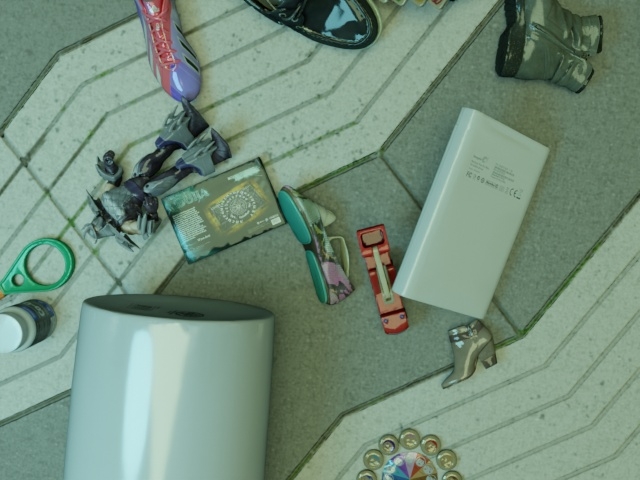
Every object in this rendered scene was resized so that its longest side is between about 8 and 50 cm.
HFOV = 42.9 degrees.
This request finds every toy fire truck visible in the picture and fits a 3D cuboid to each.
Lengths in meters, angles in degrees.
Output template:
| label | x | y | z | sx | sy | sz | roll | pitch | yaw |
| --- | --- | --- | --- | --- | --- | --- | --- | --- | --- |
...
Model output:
| label | x | y | z | sx | sy | sz | roll | pitch | yaw |
| --- | --- | --- | --- | --- | --- | --- | --- | --- | --- |
| toy fire truck | 0.105 | 0.068 | 1.343 | 0.047 | 0.135 | 0.192 | -15 | 93 | 4 |

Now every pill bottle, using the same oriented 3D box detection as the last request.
| label | x | y | z | sx | sy | sz | roll | pitch | yaw |
| --- | --- | --- | --- | --- | --- | --- | --- | --- | --- |
| pill bottle | -0.507 | 0.145 | 1.374 | 0.078 | 0.137 | 0.078 | 0 | 94 | 2 |

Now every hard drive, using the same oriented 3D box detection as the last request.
| label | x | y | z | sx | sy | sz | roll | pitch | yaw |
| --- | --- | --- | --- | --- | --- | --- | --- | --- | --- |
| hard drive | 0.248 | -0.037 | 1.322 | 0.203 | 0.040 | 0.308 | 18 | 95 | -38 |

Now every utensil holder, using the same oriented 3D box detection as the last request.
| label | x | y | z | sx | sy | sz | roll | pitch | yaw |
| --- | --- | --- | --- | --- | --- | --- | --- | --- | --- |
| utensil holder | -0.234 | 0.294 | 1.283 | 0.327 | 0.327 | 0.386 | 6 | 92 | 2 |

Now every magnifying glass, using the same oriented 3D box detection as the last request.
| label | x | y | z | sx | sy | sz | roll | pitch | yaw |
| --- | --- | --- | --- | --- | --- | --- | --- | --- | --- |
| magnifying glass | -0.537 | 0.074 | 1.430 | 0.231 | 0.026 | 0.092 | -29 | 92 | 2 |

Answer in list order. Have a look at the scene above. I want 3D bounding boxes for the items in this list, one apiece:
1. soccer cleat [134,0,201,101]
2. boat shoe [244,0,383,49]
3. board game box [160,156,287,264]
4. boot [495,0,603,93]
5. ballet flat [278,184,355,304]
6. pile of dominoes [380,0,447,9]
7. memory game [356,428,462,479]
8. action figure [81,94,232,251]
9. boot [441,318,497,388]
| label | x | y | z | sx | sy | sz | roll | pitch | yaw |
| --- | --- | --- | --- | --- | --- | --- | --- | --- | --- |
| soccer cleat | -0.263 | -0.351 | 1.351 | 0.083 | 0.095 | 0.248 | -14 | 93 | 3 |
| boat shoe | -0.057 | -0.409 | 1.311 | 0.340 | 0.113 | 0.127 | 37 | 117 | -3 |
| board game box | -0.166 | -0.051 | 1.402 | 0.186 | 0.026 | 0.126 | -22 | 92 | 4 |
| boot | 0.387 | -0.374 | 1.339 | 0.161 | 0.083 | 0.247 | 7 | 100 | -5 |
| ballet flat | 0.000 | 0.000 | 1.381 | 0.079 | 0.077 | 0.222 | -26 | 100 | -21 |
| pile of dominoes | 0.114 | -0.474 | 1.286 | 0.251 | 0.040 | 0.196 | 17 | 109 | 27 |
| memory game | 0.157 | 0.422 | 1.426 | 0.186 | 0.012 | 0.186 | 0 | 94 | 3 |
| action figure | -0.292 | -0.100 | 1.359 | 0.285 | 0.099 | 0.185 | -43 | 67 | -4 |
| boot | 0.243 | 0.192 | 1.397 | 0.118 | 0.042 | 0.087 | -28 | 86 | 3 |
